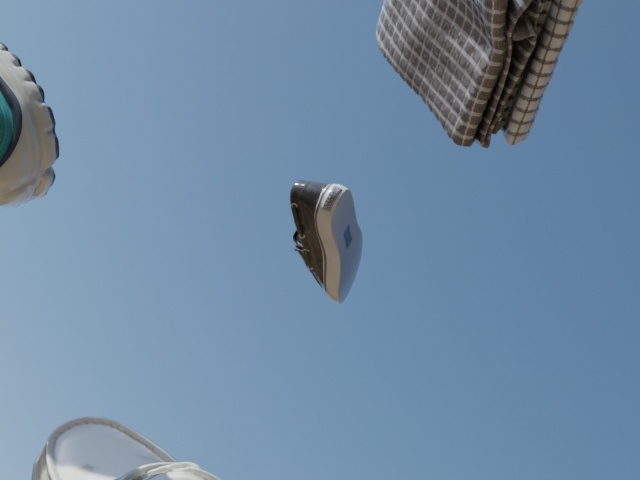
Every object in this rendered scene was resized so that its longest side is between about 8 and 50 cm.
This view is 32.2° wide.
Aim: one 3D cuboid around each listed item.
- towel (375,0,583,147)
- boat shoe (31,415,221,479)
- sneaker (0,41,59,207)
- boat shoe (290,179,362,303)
[{"bbox_3d":[0.175,-0.276,1.352,0.283,0.121,0.235,-118,-148,-41],"label":"towel"},{"bbox_3d":[-0.078,0.161,0.601,0.277,0.098,0.096,34,-46,44],"label":"boat shoe"},{"bbox_3d":[-0.264,-0.108,0.626,0.275,0.110,0.107,38,-53,25],"label":"sneaker"},{"bbox_3d":[0.000,0.000,1.376,0.076,0.080,0.228,20,-24,18],"label":"boat shoe"}]
